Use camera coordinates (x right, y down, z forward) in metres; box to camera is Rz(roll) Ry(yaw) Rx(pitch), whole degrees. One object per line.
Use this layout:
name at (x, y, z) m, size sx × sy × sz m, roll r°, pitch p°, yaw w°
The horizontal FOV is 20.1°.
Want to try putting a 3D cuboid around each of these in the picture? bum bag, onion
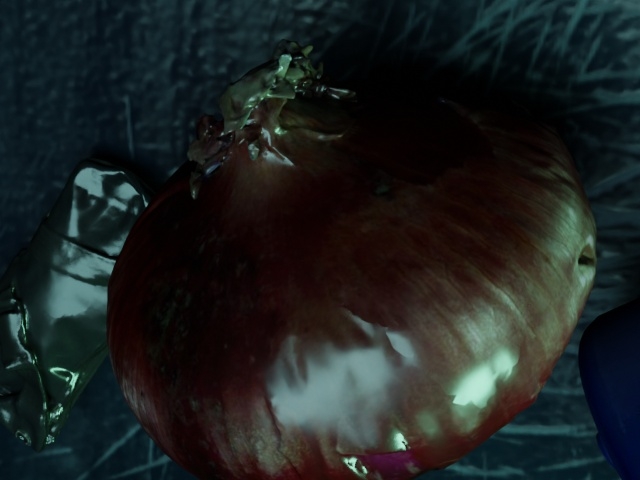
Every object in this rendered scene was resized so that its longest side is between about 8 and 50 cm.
bum bag at (-0.200, 0.052, 1.431) m, size 0.123 × 0.060 × 0.248 m, roll 37°, pitch 105°, yaw -2°
onion at (0.000, 0.000, 1.187) m, size 0.348 × 0.347 × 0.285 m, roll -11°, pitch 124°, yaw 23°

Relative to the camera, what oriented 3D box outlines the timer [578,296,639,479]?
timer at (0.391, 0.075, 1.166) m, size 0.383 × 0.270 × 0.270 m, roll -35°, pitch 100°, yaw 19°
